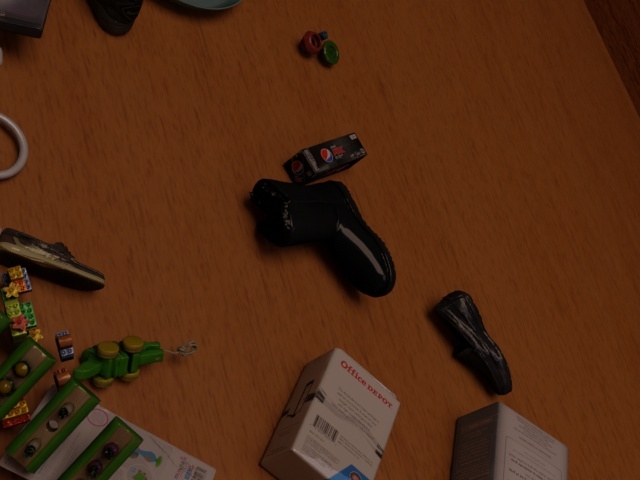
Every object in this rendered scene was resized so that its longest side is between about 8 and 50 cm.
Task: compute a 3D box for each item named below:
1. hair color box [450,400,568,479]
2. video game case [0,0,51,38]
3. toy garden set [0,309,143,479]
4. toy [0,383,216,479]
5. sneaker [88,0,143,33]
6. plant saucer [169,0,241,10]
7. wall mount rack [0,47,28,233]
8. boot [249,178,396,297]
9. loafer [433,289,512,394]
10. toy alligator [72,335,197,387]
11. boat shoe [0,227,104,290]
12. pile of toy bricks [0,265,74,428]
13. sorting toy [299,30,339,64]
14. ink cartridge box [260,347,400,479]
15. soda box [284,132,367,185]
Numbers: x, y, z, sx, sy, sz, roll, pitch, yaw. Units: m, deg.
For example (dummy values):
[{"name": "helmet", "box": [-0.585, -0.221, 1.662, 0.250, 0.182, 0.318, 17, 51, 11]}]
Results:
[{"name": "hair color box", "box": [0.311, 0.485, 1.364, 0.185, 0.113, 0.375, 35, 45, -20]}, {"name": "video game case", "box": [-0.498, -0.430, 1.235, 0.195, 0.026, 0.274, 10, 56, -15]}, {"name": "toy garden set", "box": [-0.357, 0.220, 0.900, 0.244, 0.049, 0.204, 43, 85, -4]}, {"name": "toy", "box": [-0.258, 0.290, 1.004, 0.237, 0.056, 0.137, 27, 34, -4]}, {"name": "sneaker", "box": [-0.362, -0.472, 1.353, 0.087, 0.130, 0.228, -25, 80, -49]}, {"name": "plant saucer", "box": [-0.275, -0.559, 1.549, 0.317, 0.043, 0.318, 21, 53, -31]}, {"name": "wall mount rack", "box": [-0.515, -0.132, 0.998, 0.349, 0.130, 0.304, 12, 58, -36]}, {"name": "boot", "box": [0.000, 0.000, 1.400, 0.207, 0.094, 0.247, -7, 63, -48]}, {"name": "loafer", "box": [0.291, 0.204, 1.563, 0.078, 0.076, 0.223, -30, 94, -12]}, {"name": "toy alligator", "box": [-0.258, 0.154, 1.110, 0.189, 0.056, 0.051, -9, 30, -45]}, {"name": "boat shoe", "box": [-0.358, 0.024, 1.095, 0.152, 0.056, 0.049, 25, 55, -29]}, {"name": "pile of toy bricks", "box": [-0.365, 0.105, 0.978, 0.118, 0.105, 0.212, -15, 73, -24]}, {"name": "sorting toy", "box": [-0.007, -0.402, 1.699, 0.102, 0.042, 0.061, 24, 65, -45]}, {"name": "ink cartridge box", "box": [0.020, 0.291, 1.243, 0.148, 0.086, 0.203, 43, 43, -14]}, {"name": "soda box", "box": [0.011, -0.153, 1.535, 0.168, 0.060, 0.053, -24, 83, -48]}]
